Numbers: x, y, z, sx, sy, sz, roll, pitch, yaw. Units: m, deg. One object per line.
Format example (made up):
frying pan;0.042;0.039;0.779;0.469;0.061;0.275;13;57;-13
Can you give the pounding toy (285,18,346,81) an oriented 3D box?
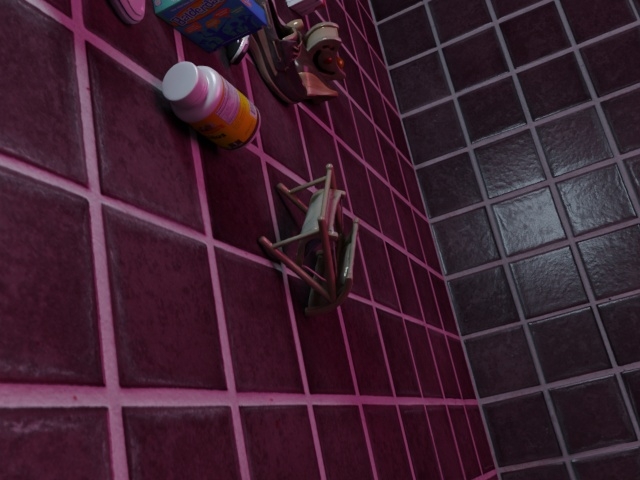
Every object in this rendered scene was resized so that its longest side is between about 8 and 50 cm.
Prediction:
pounding toy;0.005;-0.673;2.232;0.269;0.154;0.154;40;36;-55

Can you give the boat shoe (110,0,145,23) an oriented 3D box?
boat shoe;-0.348;-0.509;1.190;0.083;0.076;0.226;-47;134;-54

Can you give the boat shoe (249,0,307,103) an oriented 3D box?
boat shoe;-0.116;-0.527;1.814;0.355;0.130;0.132;53;27;-41

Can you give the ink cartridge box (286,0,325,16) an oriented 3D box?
ink cartridge box;-0.054;-0.846;2.314;0.135;0.099;0.056;-10;82;-71

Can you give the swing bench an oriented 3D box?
swing bench;0.000;0.000;1.592;0.254;0.165;0.253;60;22;-29

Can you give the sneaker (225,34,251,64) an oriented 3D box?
sneaker;-0.235;-0.538;1.632;0.097;0.084;0.234;9;62;-31

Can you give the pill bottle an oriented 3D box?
pill bottle;-0.219;-0.270;1.328;0.215;0.117;0.117;32;43;-60

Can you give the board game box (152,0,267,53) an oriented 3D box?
board game box;-0.234;-0.495;1.431;0.210;0.160;0.047;19;55;-65

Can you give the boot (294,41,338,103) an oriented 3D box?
boot;-0.029;-0.552;2.123;0.248;0.090;0.206;-15;88;-67
